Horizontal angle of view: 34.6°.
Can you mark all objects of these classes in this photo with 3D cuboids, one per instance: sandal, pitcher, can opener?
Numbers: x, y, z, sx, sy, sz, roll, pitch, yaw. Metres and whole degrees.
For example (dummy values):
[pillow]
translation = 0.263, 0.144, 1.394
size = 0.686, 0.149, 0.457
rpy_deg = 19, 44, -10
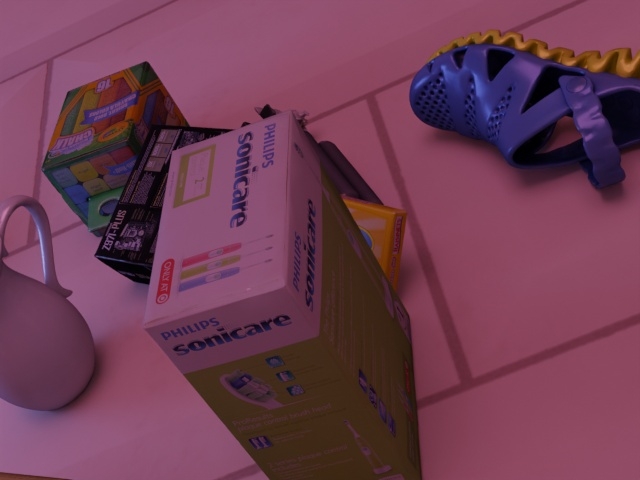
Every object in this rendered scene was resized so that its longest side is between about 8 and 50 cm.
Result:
[sandal]
translation = 0.221, -0.133, 1.073
size = 0.317, 0.126, 0.138
rpy_deg = 10, 58, 40
[pitcher]
translation = -0.319, 0.071, 1.116
size = 0.125, 0.207, 0.178
rpy_deg = 8, 52, 37
[can opener]
translation = -0.014, -0.084, 1.214
size = 0.093, 0.074, 0.280
rpy_deg = -62, 36, 16

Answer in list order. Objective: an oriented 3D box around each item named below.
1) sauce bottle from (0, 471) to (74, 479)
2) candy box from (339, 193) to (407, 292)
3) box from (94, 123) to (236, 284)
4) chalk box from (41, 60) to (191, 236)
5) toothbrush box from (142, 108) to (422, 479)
[sauce bottle]
translation = -0.248, 0.272, 0.936
size = 0.344, 0.111, 0.111
rpy_deg = -1, 47, 31
[candy box]
translation = 0.000, 0.000, 1.087
size = 0.206, 0.027, 0.105
rpy_deg = 16, 102, 41
[box]
translation = -0.157, -0.037, 1.197
size = 0.147, 0.077, 0.180
rpy_deg = 7, 69, 36
[chalk box]
translation = -0.260, -0.102, 1.320
size = 0.132, 0.132, 0.213
rpy_deg = -17, 41, 17
[toothbrush box]
translation = -0.019, 0.068, 0.876
size = 0.122, 0.283, 0.206
rpy_deg = -17, 42, 15
